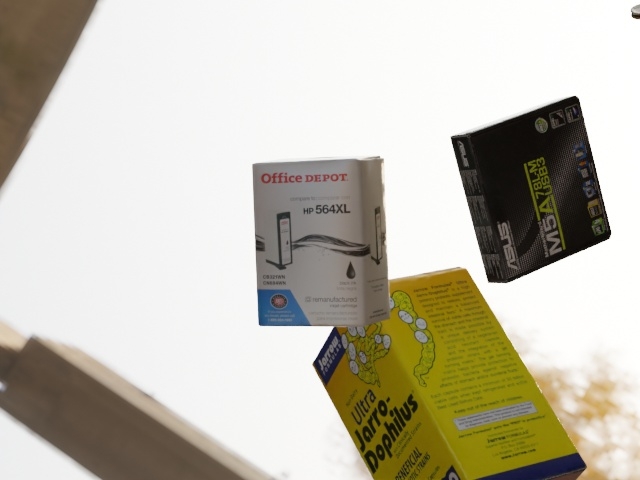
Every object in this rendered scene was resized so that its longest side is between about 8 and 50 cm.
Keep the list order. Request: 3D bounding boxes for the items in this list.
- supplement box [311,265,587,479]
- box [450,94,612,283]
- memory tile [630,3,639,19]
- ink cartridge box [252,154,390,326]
[{"bbox_3d":[0.171,0.241,2.281,0.195,0.356,0.194,-9,-36,-32],"label":"supplement box"},{"bbox_3d":[0.260,-0.064,2.006,0.184,0.045,0.190,-20,-80,-34],"label":"box"},{"bbox_3d":[0.559,-0.363,2.504,0.148,0.113,0.012,-28,-56,-20],"label":"memory tile"},{"bbox_3d":[0.000,0.000,1.989,0.086,0.148,0.203,-10,-82,-65],"label":"ink cartridge box"}]
